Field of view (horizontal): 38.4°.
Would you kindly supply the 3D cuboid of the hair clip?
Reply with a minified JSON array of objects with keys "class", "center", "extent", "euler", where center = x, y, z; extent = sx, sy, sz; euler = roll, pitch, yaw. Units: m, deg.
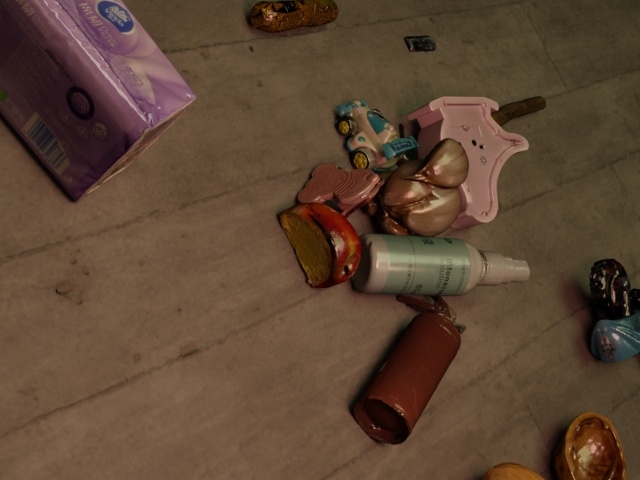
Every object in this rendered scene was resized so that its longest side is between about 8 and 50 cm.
[{"class":"hair clip","center":[0.038,-0.098,1.672],"extent":[0.102,0.138,0.123],"euler":[41,54,-9]}]

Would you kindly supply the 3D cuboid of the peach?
[{"class":"peach","center":[0.004,-0.001,1.623],"extent":[0.092,0.127,0.172],"euler":[-19,55,-36]}]

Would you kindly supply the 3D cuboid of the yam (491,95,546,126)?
[{"class":"yam","center":[0.450,-0.303,2.195],"extent":[0.326,0.045,0.045],"euler":[-23,106,-45]}]

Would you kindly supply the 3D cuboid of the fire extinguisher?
[{"class":"fire extinguisher","center":[0.161,0.202,1.651],"extent":[0.147,0.106,0.337],"euler":[31,45,8]}]

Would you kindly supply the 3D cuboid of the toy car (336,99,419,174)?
[{"class":"toy car","center":[0.113,-0.219,1.825],"extent":[0.126,0.098,0.162],"euler":[-19,83,-46]}]

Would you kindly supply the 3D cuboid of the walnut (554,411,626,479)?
[{"class":"walnut","center":[0.527,0.447,1.830],"extent":[0.167,0.087,0.211],"euler":[43,45,-6]}]

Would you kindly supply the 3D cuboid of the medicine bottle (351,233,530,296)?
[{"class":"medicine bottle","center":[0.233,0.049,1.716],"extent":[0.351,0.110,0.110],"euler":[3,65,-22]}]

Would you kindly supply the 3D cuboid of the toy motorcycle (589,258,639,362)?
[{"class":"toy motorcycle","center":[0.729,0.217,2.090],"extent":[0.416,0.172,0.232],"euler":[35,55,-33]}]

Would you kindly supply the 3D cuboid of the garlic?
[{"class":"garlic","center":[0.197,-0.082,1.749],"extent":[0.160,0.214,0.191],"euler":[58,34,-13]}]

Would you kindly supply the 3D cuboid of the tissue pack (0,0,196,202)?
[{"class":"tissue pack","center":[-0.371,-0.262,1.336],"extent":[0.338,0.242,0.160],"euler":[52,43,-7]}]

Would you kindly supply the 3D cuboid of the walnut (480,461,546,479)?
[{"class":"walnut","center":[0.355,0.490,1.619],"extent":[0.159,0.159,0.207],"euler":[-30,89,-45]}]

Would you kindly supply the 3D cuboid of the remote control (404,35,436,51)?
[{"class":"remote control","center":[0.232,-0.454,2.111],"extent":[0.096,0.014,0.039],"euler":[-13,77,-43]}]

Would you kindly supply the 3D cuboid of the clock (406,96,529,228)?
[{"class":"clock","center":[0.336,-0.172,1.974],"extent":[0.290,0.080,0.276],"euler":[-12,85,-40]}]

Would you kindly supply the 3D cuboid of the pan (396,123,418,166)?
[{"class":"pan","center":[0.179,-0.201,1.924],"extent":[0.068,0.023,0.115],"euler":[15,59,-34]}]

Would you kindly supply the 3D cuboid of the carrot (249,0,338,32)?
[{"class":"carrot","center":[-0.048,-0.454,1.839],"extent":[0.228,0.069,0.069],"euler":[-21,82,-46]}]
